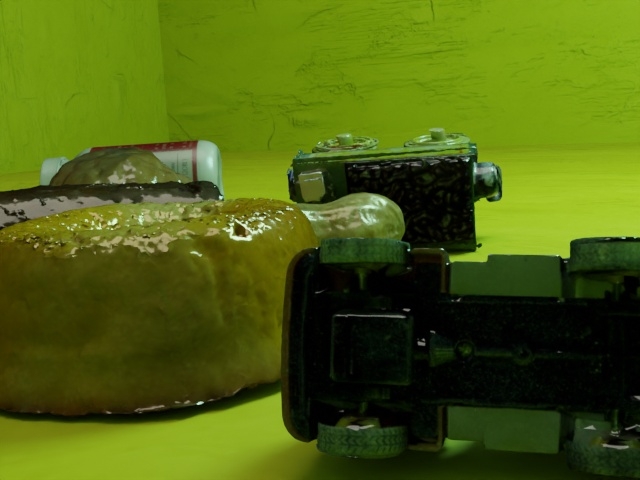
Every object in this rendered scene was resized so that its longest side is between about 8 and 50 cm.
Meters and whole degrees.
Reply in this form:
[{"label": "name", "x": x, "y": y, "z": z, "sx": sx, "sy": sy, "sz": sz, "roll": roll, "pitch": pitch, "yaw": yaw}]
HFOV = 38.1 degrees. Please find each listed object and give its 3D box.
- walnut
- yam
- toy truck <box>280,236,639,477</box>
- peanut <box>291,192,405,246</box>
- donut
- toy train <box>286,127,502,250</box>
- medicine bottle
[{"label": "walnut", "x": -0.226, "y": -0.029, "z": 1.023, "sx": 0.238, "sy": 0.141, "sz": 0.204, "roll": -3, "pitch": 13, "yaw": 20}, {"label": "yam", "x": -0.223, "y": 0.007, "z": 0.837, "sx": 0.280, "sy": 0.131, "sz": 0.131, "roll": -6, "pitch": 9, "yaw": -19}, {"label": "toy truck", "x": 0.118, "y": 0.054, "z": 0.461, "sx": 0.257, "sy": 0.108, "sz": 0.140, "roll": 0, "pitch": -4, "yaw": 12}, {"label": "peanut", "x": 0.001, "y": 0.000, "z": 0.928, "sx": 0.193, "sy": 0.089, "sz": 0.089, "roll": -12, "pitch": 11, "yaw": -21}, {"label": "donut", "x": -0.119, "y": 0.031, "z": 0.666, "sx": 0.278, "sy": 0.108, "sz": 0.277, "roll": -4, "pitch": 8, "yaw": 1}, {"label": "toy train", "x": 0.085, "y": -0.055, "z": 1.095, "sx": 0.261, "sy": 0.134, "sz": 0.177, "roll": -3, "pitch": 17, "yaw": 8}, {"label": "medicine bottle", "x": -0.269, "y": -0.075, "z": 1.348, "sx": 0.250, "sy": 0.131, "sz": 0.131, "roll": -4, "pitch": 9, "yaw": -2}]
